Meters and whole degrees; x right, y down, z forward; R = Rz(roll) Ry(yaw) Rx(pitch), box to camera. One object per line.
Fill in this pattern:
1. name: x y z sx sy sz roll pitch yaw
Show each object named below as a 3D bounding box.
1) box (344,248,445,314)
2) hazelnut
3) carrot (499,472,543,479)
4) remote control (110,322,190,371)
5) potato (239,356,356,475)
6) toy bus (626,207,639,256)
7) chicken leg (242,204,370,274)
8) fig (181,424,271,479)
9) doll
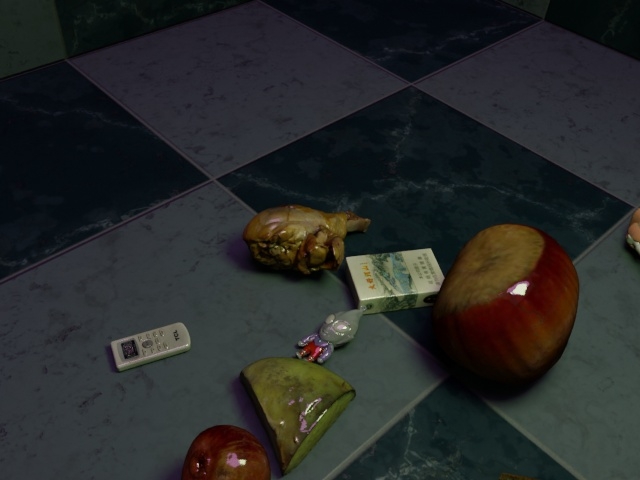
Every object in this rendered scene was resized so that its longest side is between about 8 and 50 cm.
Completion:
1. box: 0.209 0.112 1.802 0.256 0.069 0.164 -6 44 -11
2. hazelnut: 0.458 0.161 1.602 0.359 0.359 0.409 25 43 20
3. carrot: 0.506 0.553 1.370 0.260 0.070 0.070 12 44 9
4. remote control: -0.422 0.263 1.618 0.189 0.029 0.088 -14 47 -19
5. potato: -0.090 0.355 1.496 0.255 0.112 0.269 29 47 24
6. toy bus: 1.044 0.001 1.912 0.232 0.194 0.288 -11 46 -5
7. chicken leg: 0.000 0.000 1.835 0.409 0.182 0.295 -9 25 -38
8. fig: -0.182 0.479 1.310 0.205 0.205 0.205 2 44 -2
9. doll: 0.035 0.238 1.656 0.227 0.075 0.102 -36 46 -20
